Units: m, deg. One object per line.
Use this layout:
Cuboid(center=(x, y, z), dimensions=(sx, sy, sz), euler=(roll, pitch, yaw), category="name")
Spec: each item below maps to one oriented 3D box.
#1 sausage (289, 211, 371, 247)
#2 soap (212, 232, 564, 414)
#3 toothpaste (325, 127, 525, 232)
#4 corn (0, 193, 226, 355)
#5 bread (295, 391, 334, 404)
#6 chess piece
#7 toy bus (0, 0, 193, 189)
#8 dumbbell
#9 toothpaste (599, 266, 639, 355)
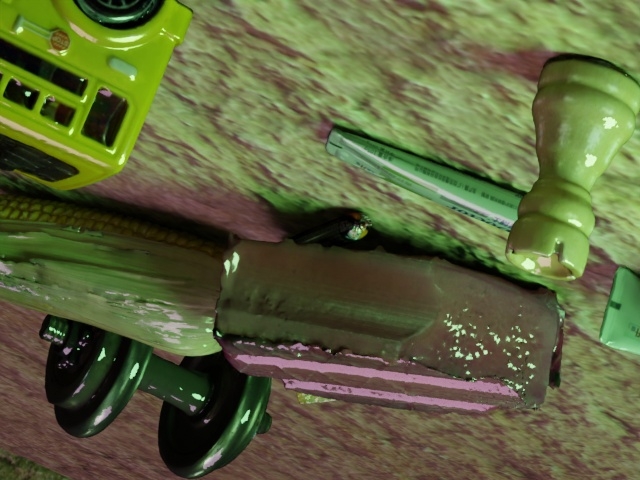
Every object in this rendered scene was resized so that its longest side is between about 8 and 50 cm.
Cuboid(center=(0.000, 0.000, 1.473), dimensions=(0.028, 0.025, 0.198), euler=(26, 163, -17), category="sausage")
Cuboid(center=(0.064, 0.079, 1.455), dimensions=(0.289, 0.112, 0.182), euler=(8, 167, 10), category="soap")
Cuboid(center=(0.096, -0.037, 1.242), dimensions=(0.197, 0.029, 0.048), euler=(21, 163, -1), category="toothpaste")
Cuboid(center=(-0.219, 0.033, 1.633), dimensions=(0.305, 0.122, 0.123), euler=(12, -152, 18), category="corn")
Cuboid(center=(0.022, 0.123, 1.835), dimensions=(0.084, 0.080, 0.109), euler=(-5, -167, 23), category="bread")
Cuboid(center=(0.145, -0.041, 1.006), dimensions=(0.066, 0.122, 0.066), euler=(17, 164, 5), category="chess piece")
Cuboid(center=(-0.254, -0.155, 1.013), dimensions=(0.331, 0.151, 0.145), euler=(25, 165, -24), category="toy bus")
Cuboid(center=(-0.175, 0.149, 1.858), dimensions=(0.290, 0.192, 0.192), euler=(27, 162, -27), category="dumbbell")
Cuboid(center=(0.306, 0.086, 1.375), dimensions=(0.218, 0.064, 0.041), euler=(24, 168, -33), category="toothpaste")
